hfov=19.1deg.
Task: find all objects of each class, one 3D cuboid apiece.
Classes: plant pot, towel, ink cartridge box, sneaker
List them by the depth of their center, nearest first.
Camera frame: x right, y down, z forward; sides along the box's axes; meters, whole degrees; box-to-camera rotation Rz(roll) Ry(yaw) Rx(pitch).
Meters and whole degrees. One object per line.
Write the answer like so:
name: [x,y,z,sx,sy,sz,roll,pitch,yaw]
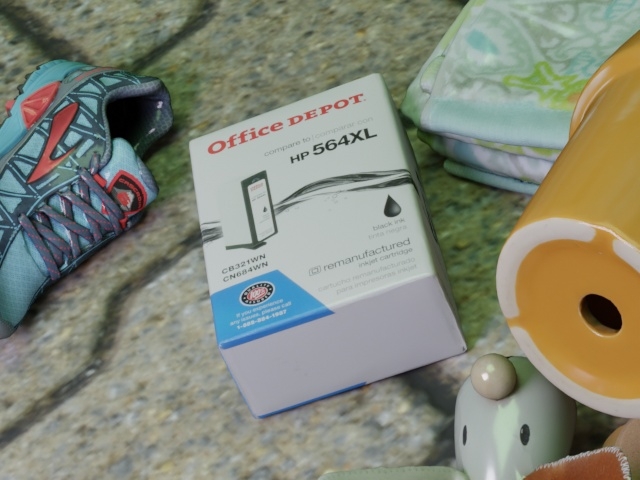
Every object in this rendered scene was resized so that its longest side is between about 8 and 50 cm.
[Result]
plant pot: [0.201,-0.005,1.059,0.205,0.205,0.188,18,41,36]
ink cartridge box: [0.000,0.000,1.264,0.148,0.086,0.203,-20,44,6]
towel: [0.278,-0.151,1.282,0.375,0.090,0.320,14,56,33]
sneaker: [-0.185,-0.038,1.374,0.125,0.104,0.261,2,50,23]

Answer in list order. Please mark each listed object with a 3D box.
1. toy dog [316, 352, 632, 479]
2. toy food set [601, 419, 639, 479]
toy dog: [0.069,0.184,1.001,0.220,0.161,0.333,-20,44,5]
toy food set: [0.208,0.125,1.097,0.083,0.020,0.082,-28,44,-4]
